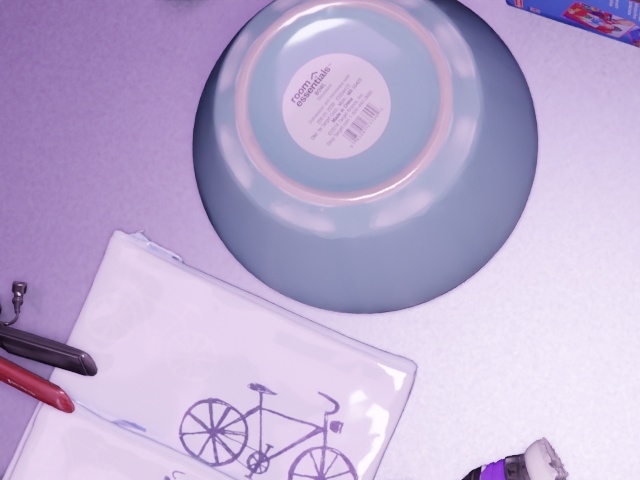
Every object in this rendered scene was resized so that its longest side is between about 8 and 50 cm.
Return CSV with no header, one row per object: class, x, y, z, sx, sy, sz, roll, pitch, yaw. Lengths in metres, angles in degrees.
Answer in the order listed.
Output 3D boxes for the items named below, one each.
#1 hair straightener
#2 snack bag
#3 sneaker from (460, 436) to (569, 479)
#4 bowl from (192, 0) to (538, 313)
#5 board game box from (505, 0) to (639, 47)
hair straightener,-0.295,0.076,1.658,0.230,0.047,0.089,20,62,25
snack bag,-0.109,0.200,1.631,0.323,0.037,0.342,24,87,10
sneaker,0.179,0.327,1.550,0.146,0.102,0.293,-22,76,9
bowl,0.030,-0.101,1.573,0.312,0.163,0.311,-1,79,6
board game box,0.264,-0.231,1.471,0.233,0.347,0.078,19,86,9
